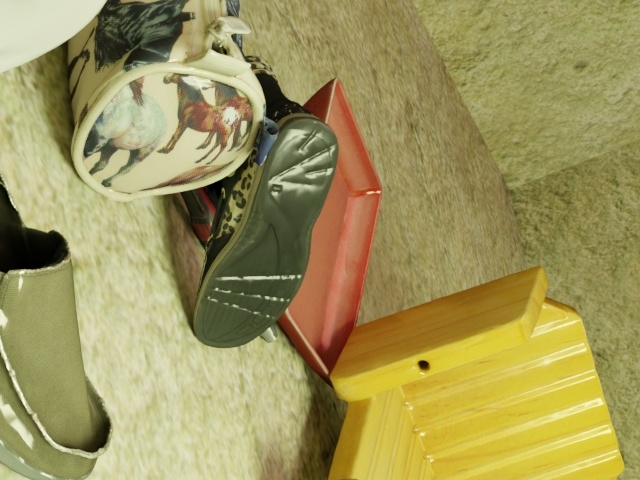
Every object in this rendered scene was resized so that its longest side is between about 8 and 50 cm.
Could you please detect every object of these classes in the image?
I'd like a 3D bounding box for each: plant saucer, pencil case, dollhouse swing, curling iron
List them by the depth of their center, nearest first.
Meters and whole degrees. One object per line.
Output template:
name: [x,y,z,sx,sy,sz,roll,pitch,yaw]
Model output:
pencil case: [-0.142,-0.236,1.132,0.160,0.183,0.410,27,40,-41]
curling iron: [-0.101,-0.016,1.256,0.274,0.035,0.068,63,16,-19]
dollhouse swing: [0.181,0.272,1.347,0.305,0.315,0.347,-100,171,-69]
plant saucer: [0.000,0.000,1.355,0.259,0.048,0.258,63,35,-63]

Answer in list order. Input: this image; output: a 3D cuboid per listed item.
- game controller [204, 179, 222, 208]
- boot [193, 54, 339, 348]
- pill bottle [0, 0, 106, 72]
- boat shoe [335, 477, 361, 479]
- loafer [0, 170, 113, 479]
game controller: [-0.103,-0.126,1.338,0.319,0.067,0.166,65,15,-11]
boot: [-0.069,-0.039,1.173,0.085,0.236,0.178,11,26,-27]
pill bottle: [-0.272,-0.285,0.684,0.224,0.224,0.392,0,70,-73]
boat shoe: [0.049,0.378,1.138,0.110,0.121,0.341,-24,-96,68]
loafer: [-0.190,0.041,0.784,0.251,0.087,0.094,62,17,-21]
